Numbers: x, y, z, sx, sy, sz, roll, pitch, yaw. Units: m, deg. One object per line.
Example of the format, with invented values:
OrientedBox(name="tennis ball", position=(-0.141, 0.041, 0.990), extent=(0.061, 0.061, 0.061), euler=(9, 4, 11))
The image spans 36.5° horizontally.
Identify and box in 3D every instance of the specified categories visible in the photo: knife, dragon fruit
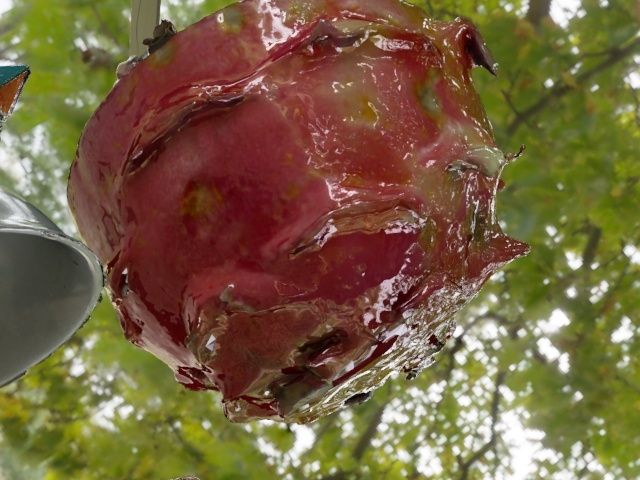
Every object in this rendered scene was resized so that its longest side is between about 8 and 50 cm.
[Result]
OrientedBox(name="knife", position=(-0.174, -0.197, 0.922), extent=(0.081, 0.043, 0.336), euler=(13, -79, 57))
OrientedBox(name="dragon fruit", position=(0.000, 0.000, 0.776), extent=(0.371, 0.386, 0.249), euler=(36, 24, -51))

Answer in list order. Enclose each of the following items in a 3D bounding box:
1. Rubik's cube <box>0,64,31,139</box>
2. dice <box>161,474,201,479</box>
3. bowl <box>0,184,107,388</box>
OrientedBox(name="Rubik's cube", position=(-0.526, -0.122, 1.156), extent=(0.250, 0.284, 0.234), euler=(31, 16, -14))
OrientedBox(name="dice", position=(-0.240, 0.415, 1.294), extent=(0.179, 0.174, 0.174), euler=(-20, -103, 39))
OrientedBox(name="bowl", position=(-0.200, 0.015, 0.437), extent=(0.086, 0.189, 0.189), euler=(62, -15, 20))
